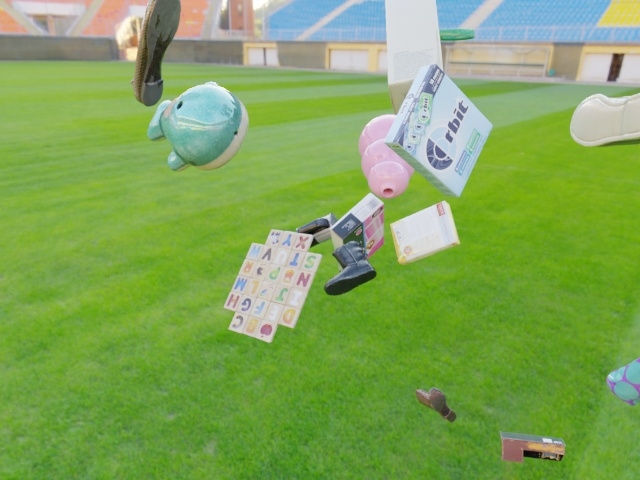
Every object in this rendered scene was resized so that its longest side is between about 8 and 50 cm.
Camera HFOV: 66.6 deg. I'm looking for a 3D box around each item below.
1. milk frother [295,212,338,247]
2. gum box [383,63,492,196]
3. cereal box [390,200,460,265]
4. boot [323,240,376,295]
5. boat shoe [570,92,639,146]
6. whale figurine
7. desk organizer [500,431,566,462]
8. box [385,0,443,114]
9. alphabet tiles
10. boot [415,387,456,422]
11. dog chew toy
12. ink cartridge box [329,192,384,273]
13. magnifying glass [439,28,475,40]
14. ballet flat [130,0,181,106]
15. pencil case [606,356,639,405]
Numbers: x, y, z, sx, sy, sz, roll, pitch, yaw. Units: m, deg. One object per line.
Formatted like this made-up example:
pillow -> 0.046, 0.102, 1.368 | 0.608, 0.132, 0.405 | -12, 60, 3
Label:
milk frother -> 0.000, 0.000, 1.607 | 0.134, 0.143, 0.129 | -24, -2, 17
gum box -> 0.215, -0.191, 0.874 | 0.184, 0.157, 0.041 | 32, -8, -33
cereal box -> 0.392, -0.025, 1.846 | 0.240, 0.173, 0.047 | -23, -29, 30
boot -> 0.051, 0.055, 1.018 | 0.121, 0.045, 0.099 | -22, 45, -5
boat shoe -> 0.653, -0.257, 1.040 | 0.096, 0.117, 0.324 | 5, 10, -2
whale figurine -> -0.285, -0.255, 1.041 | 0.272, 0.216, 0.141 | 19, -9, 33
desk organizer -> 0.467, 0.462, 1.078 | 0.130, 0.050, 0.047 | 0, -4, 17
box -> 0.199, -0.405, 1.032 | 0.113, 0.094, 0.275 | -5, 60, 16
alphabet tiles -> -0.148, 0.127, 1.468 | 0.285, 0.343, 0.011 | 9, -21, 36
boot -> 0.246, 0.357, 1.112 | 0.037, 0.106, 0.114 | -38, 19, -14
dog chew toy -> 0.225, -0.267, 1.606 | 0.206, 0.207, 0.332 | 3, 47, 4
ink cartridge box -> 0.128, 0.007, 1.605 | 0.175, 0.371, 0.069 | -42, 68, -13
magnifying glass -> 0.308, -0.553, 1.313 | 0.230, 0.026, 0.092 | -4, 15, -16
ballet flat -> -0.336, -0.387, 0.968 | 0.058, 0.250, 0.084 | 38, 38, 15
pencil case -> 0.567, 0.221, 0.835 | 0.064, 0.152, 0.070 | 11, 44, -13
